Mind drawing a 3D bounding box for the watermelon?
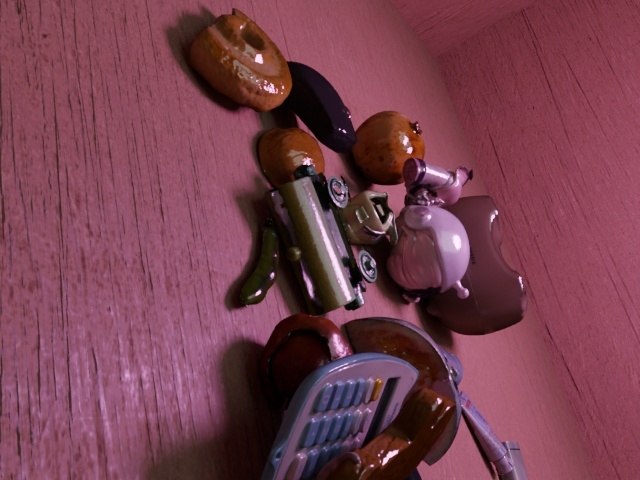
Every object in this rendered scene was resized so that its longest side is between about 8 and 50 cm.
[{"bbox_3d":[0.210,0.278,1.289,0.188,0.175,0.321,-18,85,-65],"label":"watermelon"}]

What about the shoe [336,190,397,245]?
[{"bbox_3d":[0.121,-0.049,1.506,0.262,0.128,0.139,-7,88,-62],"label":"shoe"}]

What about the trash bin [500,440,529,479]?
[{"bbox_3d":[0.547,0.647,1.762,0.116,0.059,0.129,27,45,-51],"label":"trash bin"}]

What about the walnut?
[{"bbox_3d":[-0.044,-0.174,1.310,0.167,0.087,0.211,66,24,-7],"label":"walnut"}]

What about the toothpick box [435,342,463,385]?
[{"bbox_3d":[0.269,0.301,1.475,0.153,0.101,0.101,35,38,-48],"label":"toothpick box"}]

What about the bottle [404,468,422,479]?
[{"bbox_3d":[0.179,0.510,1.133,0.082,0.072,0.244,-26,91,-60],"label":"bottle"}]

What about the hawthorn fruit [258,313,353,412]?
[{"bbox_3d":[-0.028,0.197,0.943,0.148,0.148,0.172,58,41,-16],"label":"hawthorn fruit"}]

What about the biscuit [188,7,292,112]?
[{"bbox_3d":[-0.146,-0.367,1.255,0.213,0.091,0.274,39,28,-19],"label":"biscuit"}]

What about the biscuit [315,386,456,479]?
[{"bbox_3d":[0.085,0.335,0.916,0.064,0.282,0.432,34,26,24],"label":"biscuit"}]

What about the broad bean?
[{"bbox_3d":[-0.101,0.041,1.054,0.069,0.039,0.226,56,24,-33],"label":"broad bean"}]

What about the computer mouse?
[{"bbox_3d":[-0.010,-0.323,1.415,0.269,0.100,0.170,51,17,14],"label":"computer mouse"}]

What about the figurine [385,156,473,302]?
[{"bbox_3d":[0.287,-0.030,1.614,0.253,0.211,0.361,47,48,-56],"label":"figurine"}]

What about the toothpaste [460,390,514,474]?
[{"bbox_3d":[0.450,0.528,1.693,0.234,0.057,0.089,60,22,4],"label":"toothpaste"}]

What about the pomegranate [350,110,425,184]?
[{"bbox_3d":[0.197,-0.257,1.723,0.215,0.215,0.215,45,31,-37],"label":"pomegranate"}]

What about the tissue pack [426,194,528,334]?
[{"bbox_3d":[0.424,0.080,1.800,0.267,0.277,0.386,49,27,-61],"label":"tissue pack"}]

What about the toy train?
[{"bbox_3d":[0.006,-0.002,1.182,0.189,0.127,0.307,-23,93,-67],"label":"toy train"}]

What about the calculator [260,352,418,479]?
[{"bbox_3d":[0.029,0.284,0.906,0.386,0.055,0.256,16,96,-62],"label":"calculator"}]
